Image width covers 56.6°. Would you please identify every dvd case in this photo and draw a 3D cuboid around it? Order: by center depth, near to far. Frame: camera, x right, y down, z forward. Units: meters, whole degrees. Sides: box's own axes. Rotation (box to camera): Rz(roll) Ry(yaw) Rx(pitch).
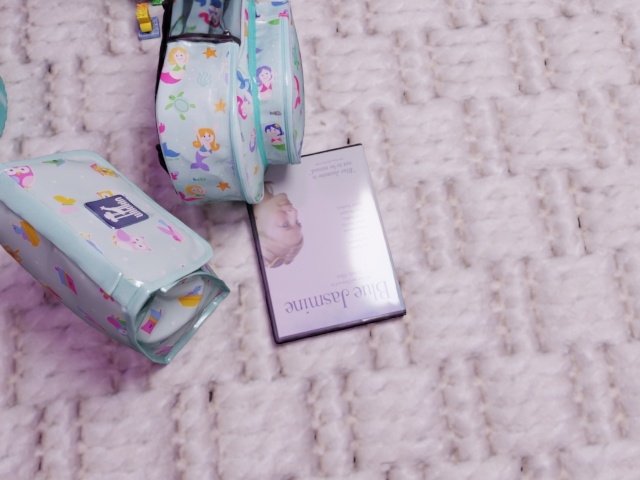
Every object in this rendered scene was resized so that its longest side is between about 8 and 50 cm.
[{"bbox_3d":[0.000,0.000,0.818,0.180,0.022,0.253,-12,76,-4],"label":"dvd case"}]

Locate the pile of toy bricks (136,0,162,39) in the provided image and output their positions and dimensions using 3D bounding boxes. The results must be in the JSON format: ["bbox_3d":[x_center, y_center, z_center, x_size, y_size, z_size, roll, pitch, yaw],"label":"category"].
[{"bbox_3d":[-0.255,-0.407,0.876,0.118,0.105,0.212,-9,76,-3],"label":"pile of toy bricks"}]

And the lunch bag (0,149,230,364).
[{"bbox_3d":[-0.238,0.019,0.688,0.223,0.262,0.160,39,79,10],"label":"lunch bag"}]

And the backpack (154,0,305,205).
[{"bbox_3d":[-0.115,-0.171,0.746,0.191,0.225,0.254,4,61,3],"label":"backpack"}]

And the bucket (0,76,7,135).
[{"bbox_3d":[-0.567,-0.203,0.770,0.281,0.183,0.281,1,79,-5],"label":"bucket"}]
